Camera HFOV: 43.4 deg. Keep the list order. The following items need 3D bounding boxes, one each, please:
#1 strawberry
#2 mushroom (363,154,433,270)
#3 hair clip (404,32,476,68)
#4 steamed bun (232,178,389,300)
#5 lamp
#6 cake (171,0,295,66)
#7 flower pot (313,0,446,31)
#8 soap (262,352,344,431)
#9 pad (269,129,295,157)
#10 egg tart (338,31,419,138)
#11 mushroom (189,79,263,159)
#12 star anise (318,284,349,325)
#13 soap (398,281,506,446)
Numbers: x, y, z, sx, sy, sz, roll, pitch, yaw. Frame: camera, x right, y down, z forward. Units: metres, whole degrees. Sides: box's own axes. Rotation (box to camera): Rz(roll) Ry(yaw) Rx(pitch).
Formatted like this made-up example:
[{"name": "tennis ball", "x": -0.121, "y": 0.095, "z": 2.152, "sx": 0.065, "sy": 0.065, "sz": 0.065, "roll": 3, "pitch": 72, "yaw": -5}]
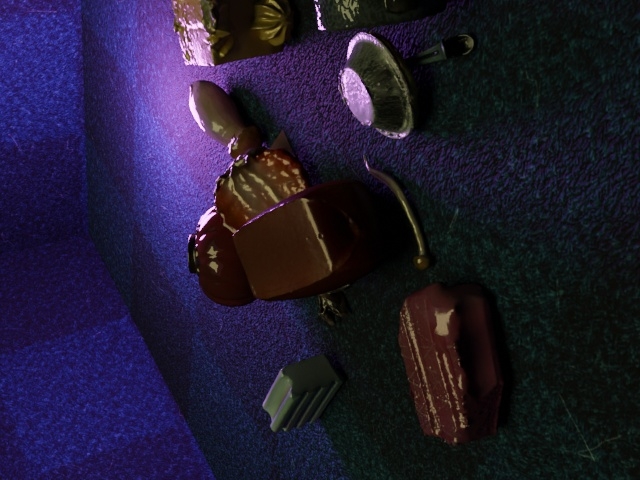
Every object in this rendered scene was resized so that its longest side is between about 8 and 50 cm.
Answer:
[{"name": "strawberry", "x": -0.113, "y": -0.083, "z": 2.093, "sx": 0.336, "sy": 0.265, "sz": 0.149, "roll": 46, "pitch": -173, "yaw": 13}, {"name": "mushroom", "x": 0.167, "y": -0.076, "z": 1.734, "sx": 0.068, "sy": 0.043, "sz": 0.306, "roll": -38, "pitch": 66, "yaw": 33}, {"name": "hair clip", "x": 0.205, "y": -0.345, "z": 1.520, "sx": 0.229, "sy": 0.070, "sz": 0.039, "roll": 1, "pitch": 109, "yaw": 69}, {"name": "steamed bun", "x": 0.000, "y": 0.000, "z": 1.847, "sx": 0.379, "sy": 0.248, "sz": 0.235, "roll": -24, "pitch": 86, "yaw": 47}, {"name": "lamp", "x": -0.241, "y": 0.037, "z": 2.276, "sx": 0.303, "sy": 0.256, "sz": 0.303, "roll": -179, "pitch": 90, "yaw": -89}, {"name": "cake", "x": -0.217, "y": -0.557, "z": 1.986, "sx": 0.286, "sy": 0.227, "sz": 0.223, "roll": 22, "pitch": 127, "yaw": 59}, {"name": "flower pot", "x": 0.075, "y": -0.521, "z": 1.400, "sx": 0.299, "sy": 0.299, "sz": 0.283, "roll": 24, "pitch": 128, "yaw": 55}, {"name": "soap", "x": -0.057, "y": 0.432, "z": 2.243, "sx": 0.095, "sy": 0.172, "sz": 0.289, "roll": 62, "pitch": 150, "yaw": 25}, {"name": "pad", "x": -0.084, "y": -0.191, "z": 2.158, "sx": 0.188, "sy": 0.006, "sz": 0.113, "roll": 65, "pitch": 148, "yaw": 16}, {"name": "egg tart", "x": 0.108, "y": -0.304, "z": 1.618, "sx": 0.234, "sy": 0.094, "sz": 0.234, "roll": 52, "pitch": 158, "yaw": 31}, {"name": "mushroom", "x": -0.282, "y": -0.349, "z": 2.319, "sx": 0.350, "sy": 0.128, "sz": 0.128, "roll": 46, "pitch": 141, "yaw": 37}, {"name": "star anise", "x": 0.012, "y": 0.106, "z": 2.071, "sx": 0.208, "sy": 0.063, "sz": 0.172, "roll": 65, "pitch": 149, "yaw": 18}, {"name": "soap", "x": 0.262, "y": 0.239, "z": 1.620, "sx": 0.220, "sy": 0.127, "sz": 0.325, "roll": -12, "pitch": 93, "yaw": 61}]
